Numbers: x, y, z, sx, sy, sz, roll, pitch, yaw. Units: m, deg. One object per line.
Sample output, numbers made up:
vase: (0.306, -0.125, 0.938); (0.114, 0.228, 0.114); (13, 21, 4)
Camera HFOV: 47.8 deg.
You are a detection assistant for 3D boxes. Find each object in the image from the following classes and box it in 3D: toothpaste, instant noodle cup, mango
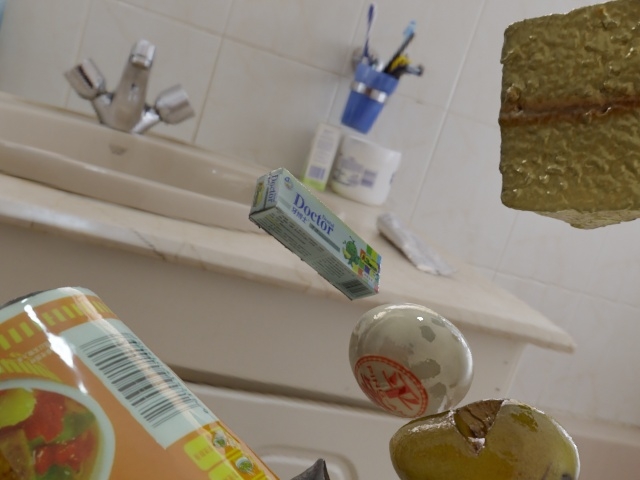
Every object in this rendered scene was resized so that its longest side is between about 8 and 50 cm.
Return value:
toothpaste: (0.000, 0.000, 0.669); (0.034, 0.046, 0.164); (-17, -41, 33)
instant noodle cup: (-0.105, 0.127, 0.348); (0.185, 0.168, 0.168); (48, 19, 13)
mango: (0.225, 0.308, 1.010); (0.262, 0.167, 0.130); (-10, -11, 19)

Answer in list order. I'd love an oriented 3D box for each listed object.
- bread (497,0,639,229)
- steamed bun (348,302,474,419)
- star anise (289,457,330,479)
bread: (0.380, -0.151, 0.915); (0.199, 0.263, 0.236); (5, -4, -39)
steamed bun: (0.150, 0.228, 1.283); (0.232, 0.231, 0.145); (21, 49, 17)
star anise: (-0.047, 0.394, 0.830); (0.315, 0.315, 0.108); (7, 13, -44)
